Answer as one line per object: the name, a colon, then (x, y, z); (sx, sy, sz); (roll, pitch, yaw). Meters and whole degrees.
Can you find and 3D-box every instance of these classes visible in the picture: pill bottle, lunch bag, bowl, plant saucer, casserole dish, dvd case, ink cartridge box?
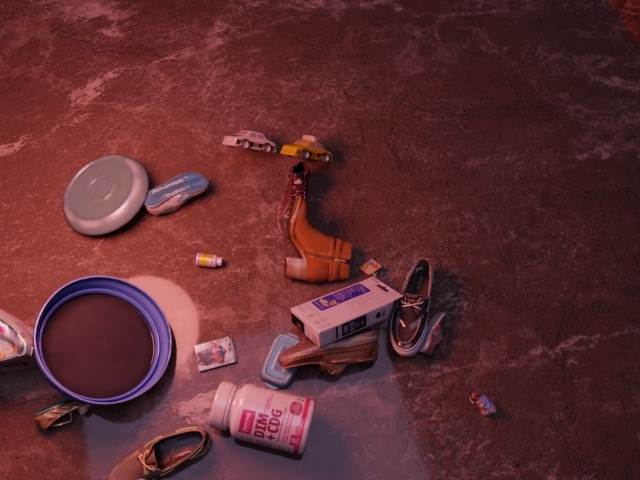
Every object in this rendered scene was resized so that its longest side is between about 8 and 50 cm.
pill bottle: (-0.166, 0.507, 1.730); (0.283, 0.160, 0.160); (13, 64, 2)
lunch bag: (-0.927, 0.293, 1.739); (0.262, 0.223, 0.160); (24, 71, 5)
pill bottle: (-0.369, 0.067, 1.988); (0.083, 0.043, 0.043); (6, 64, -2)
bowl: (-0.635, 0.295, 1.752); (0.391, 0.077, 0.391); (19, 52, -27)
plant saucer: (-0.737, -0.167, 2.024); (0.318, 0.043, 0.317); (-6, 63, 12)
casserole dish: (-0.117, 0.372, 1.867); (0.114, 0.037, 0.188); (22, 64, 5)
dvd case: (-0.329, 0.355, 1.871); (0.119, 0.013, 0.087); (-12, 66, -11)
ink cartridge box: (0.089, 0.216, 1.874); (0.333, 0.065, 0.165); (-19, 31, -28)

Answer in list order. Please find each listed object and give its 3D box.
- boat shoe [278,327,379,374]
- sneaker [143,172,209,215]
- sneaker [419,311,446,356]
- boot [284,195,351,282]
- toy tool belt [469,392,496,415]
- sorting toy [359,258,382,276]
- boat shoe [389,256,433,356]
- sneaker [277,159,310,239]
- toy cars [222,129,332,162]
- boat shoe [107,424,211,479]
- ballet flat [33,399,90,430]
boat shoe: (0.035, 0.357, 1.832); (0.324, 0.123, 0.116); (-10, 93, -13)
sneaker: (-0.493, -0.160, 2.059); (0.229, 0.092, 0.087); (-23, 68, -12)
sneaker: (0.373, 0.307, 1.934); (0.065, 0.061, 0.158); (37, 69, -12)
boot: (0.000, 0.000, 1.980); (0.220, 0.109, 0.283); (4, 86, -10)
toy tool belt: (0.505, 0.501, 1.845); (0.052, 0.051, 0.083); (-37, 72, -19)
sorting toy: (0.176, 0.093, 2.014); (0.062, 0.012, 0.083); (-30, 39, -19)
boat shoe: (0.292, 0.203, 1.923); (0.121, 0.119, 0.335); (7, 58, 15)
sneaker: (-0.089, -0.154, 2.049); (0.106, 0.162, 0.281); (4, 64, -2)
toy cars: (-0.145, -0.346, 2.125); (0.394, 0.176, 0.087); (9, 97, 0)
boat shoe: (-0.460, 0.613, 1.694); (0.305, 0.091, 0.109); (-22, 68, -14)
ballet flat: (-0.729, 0.492, 1.756); (0.206, 0.073, 0.067); (-24, 96, -12)
